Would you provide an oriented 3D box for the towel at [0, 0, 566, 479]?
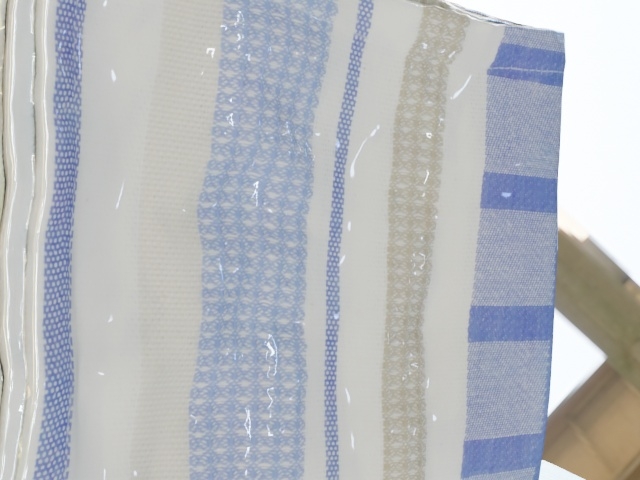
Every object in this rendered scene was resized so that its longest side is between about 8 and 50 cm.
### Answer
[{"bbox_3d":[0.000,0.000,0.456,0.034,0.285,0.209,1,-93,45],"label":"towel"}]

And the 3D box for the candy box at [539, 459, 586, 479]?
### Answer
[{"bbox_3d":[0.204,0.188,0.739,0.105,0.205,0.027,9,104,-66],"label":"candy box"}]
